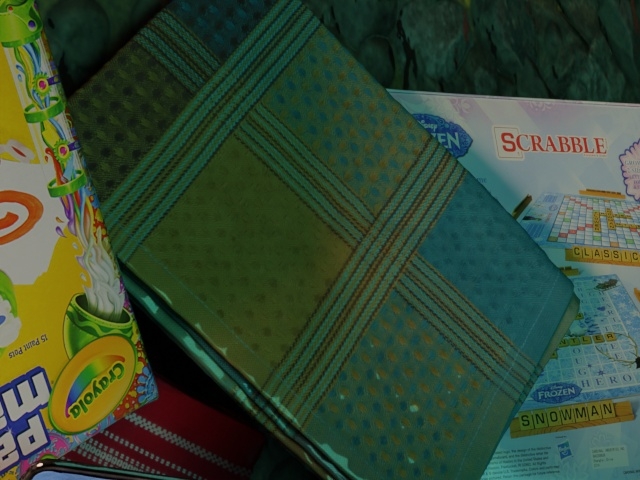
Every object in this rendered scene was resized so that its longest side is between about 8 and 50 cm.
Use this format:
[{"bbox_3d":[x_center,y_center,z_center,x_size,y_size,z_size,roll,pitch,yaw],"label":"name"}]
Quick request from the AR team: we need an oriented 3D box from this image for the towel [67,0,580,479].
[{"bbox_3d":[0.000,0.000,0.929,0.370,0.040,0.271,44,53,-8],"label":"towel"}]

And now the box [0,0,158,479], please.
[{"bbox_3d":[-0.260,0.002,0.585,0.290,0.177,0.279,-30,109,-47],"label":"box"}]

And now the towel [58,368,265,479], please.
[{"bbox_3d":[-0.138,0.213,0.865,0.199,0.031,0.275,38,60,-40],"label":"towel"}]

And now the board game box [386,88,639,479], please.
[{"bbox_3d":[0.166,0.044,1.080,0.318,0.066,0.318,1,76,-29],"label":"board game box"}]

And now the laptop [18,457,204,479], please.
[{"bbox_3d":[-0.052,0.334,0.719,0.382,0.236,0.408,15,78,-30],"label":"laptop"}]
